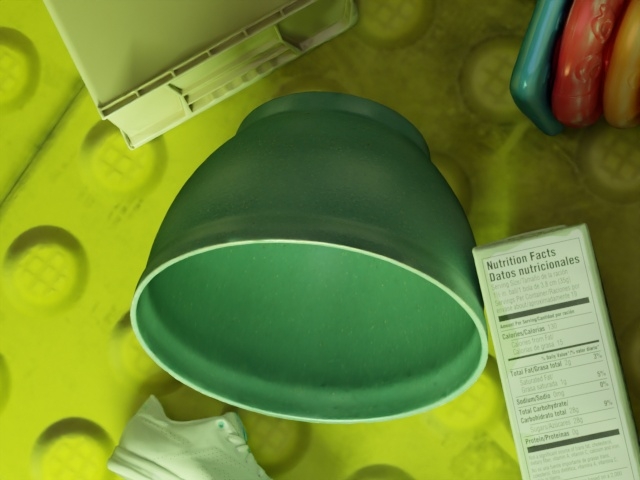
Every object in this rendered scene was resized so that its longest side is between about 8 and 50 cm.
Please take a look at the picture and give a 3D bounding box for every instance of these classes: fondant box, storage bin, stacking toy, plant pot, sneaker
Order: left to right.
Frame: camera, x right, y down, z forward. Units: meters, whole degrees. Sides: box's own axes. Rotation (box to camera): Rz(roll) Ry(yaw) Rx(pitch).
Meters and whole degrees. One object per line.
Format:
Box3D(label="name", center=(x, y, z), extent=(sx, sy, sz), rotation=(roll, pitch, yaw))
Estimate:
Box3D(label="storage bin", center=(-0.132, -0.267, 1.543), extent=(0.260, 0.123, 0.262), rotation=(-28, 79, 4))
Box3D(label="sneaker", center=(-0.080, 0.202, 1.503), extent=(0.212, 0.080, 0.094), rotation=(22, 75, 13))
Box3D(label="plant pot", center=(0.000, 0.000, 1.427), extent=(0.293, 0.293, 0.196), rotation=(1, 57, 10))
Box3D(label="fondant box", center=(0.212, 0.167, 1.371), extent=(0.096, 0.238, 0.330), rotation=(-12, 81, 9))
Box3D(label="stacking toy", center=(0.324, -0.141, 1.403), extent=(0.301, 0.175, 0.166), rotation=(20, 86, 20))
